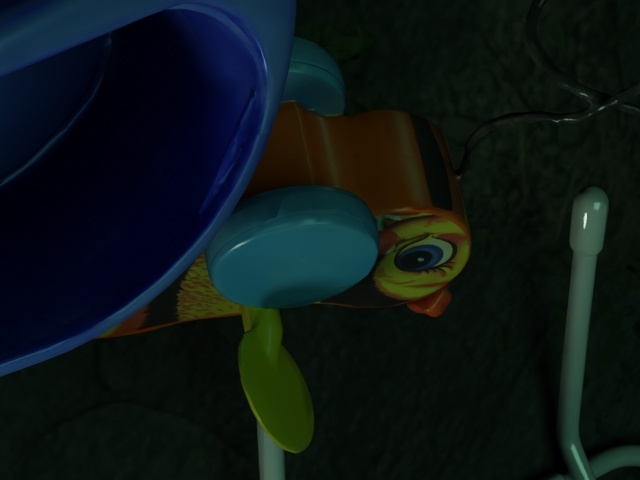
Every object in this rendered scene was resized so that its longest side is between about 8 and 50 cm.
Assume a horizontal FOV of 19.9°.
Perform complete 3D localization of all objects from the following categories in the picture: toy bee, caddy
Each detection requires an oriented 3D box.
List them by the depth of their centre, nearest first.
[{"bbox_3d":[-0.177,-0.060,0.585,0.341,0.179,0.241,-21,116,-16],"label":"caddy"},{"bbox_3d":[0.000,0.000,0.778,0.162,0.298,0.195,68,30,-59],"label":"toy bee"}]

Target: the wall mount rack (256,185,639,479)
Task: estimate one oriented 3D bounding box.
[{"bbox_3d":[0.088,0.158,0.921,0.350,0.130,0.304,-25,92,-30],"label":"wall mount rack"}]
